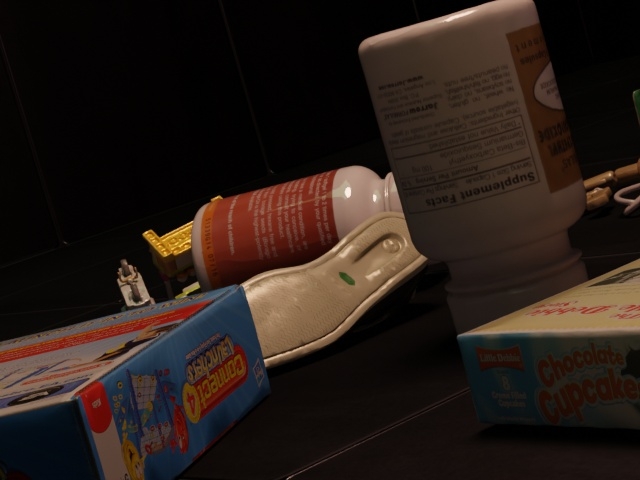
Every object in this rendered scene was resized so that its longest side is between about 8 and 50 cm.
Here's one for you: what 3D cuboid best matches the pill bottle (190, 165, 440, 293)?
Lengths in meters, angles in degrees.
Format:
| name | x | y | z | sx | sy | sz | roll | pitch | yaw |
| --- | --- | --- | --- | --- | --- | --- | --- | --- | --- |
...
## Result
| name | x | y | z | sx | sy | sz | roll | pitch | yaw |
| --- | --- | --- | --- | --- | --- | --- | --- | --- | --- |
| pill bottle | 0.000 | 0.000 | 1.575 | 0.216 | 0.121 | 0.121 | -14 | 7 | 19 |

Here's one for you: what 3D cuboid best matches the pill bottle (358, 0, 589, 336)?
| name | x | y | z | sx | sy | sz | roll | pitch | yaw |
| --- | --- | --- | --- | --- | --- | --- | --- | --- | --- |
| pill bottle | 0.118 | -0.050 | 1.226 | 0.131 | 0.229 | 0.131 | -16 | 6 | 2 |

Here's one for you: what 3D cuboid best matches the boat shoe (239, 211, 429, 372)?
| name | x | y | z | sx | sy | sz | roll | pitch | yaw |
| --- | --- | --- | --- | --- | --- | --- | --- | --- | --- |
| boat shoe | -0.005 | 0.060 | 1.385 | 0.233 | 0.084 | 0.079 | -28 | -26 | -32 |

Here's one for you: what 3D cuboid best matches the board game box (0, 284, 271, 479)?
| name | x | y | z | sx | sy | sz | roll | pitch | yaw |
| --- | --- | --- | --- | --- | --- | --- | --- | --- | --- |
| board game box | -0.225 | 0.133 | 1.150 | 0.308 | 0.086 | 0.302 | -14 | 7 | 19 |

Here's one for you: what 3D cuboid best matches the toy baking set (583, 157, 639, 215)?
| name | x | y | z | sx | sy | sz | roll | pitch | yaw |
| --- | --- | --- | --- | --- | --- | --- | --- | --- | --- |
| toy baking set | 0.318 | -0.054 | 1.688 | 0.197 | 0.030 | 0.256 | -30 | 8 | -41 |

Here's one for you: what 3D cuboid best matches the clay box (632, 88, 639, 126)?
| name | x | y | z | sx | sy | sz | roll | pitch | yaw |
| --- | --- | --- | --- | --- | --- | --- | --- | --- | --- |
| clay box | 0.376 | -0.101 | 1.484 | 0.222 | 0.127 | 0.053 | -21 | 9 | -30 |

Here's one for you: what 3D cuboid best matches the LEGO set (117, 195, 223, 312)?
| name | x | y | z | sx | sy | sz | roll | pitch | yaw |
| --- | --- | --- | --- | --- | --- | --- | --- | --- | --- |
| LEGO set | -0.063 | 0.030 | 1.744 | 0.287 | 0.107 | 0.132 | -12 | 41 | -3 |

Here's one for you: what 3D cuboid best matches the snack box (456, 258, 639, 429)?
| name | x | y | z | sx | sy | sz | roll | pitch | yaw |
| --- | --- | --- | --- | --- | --- | --- | --- | --- | --- |
| snack box | 0.242 | 0.043 | 0.889 | 0.187 | 0.060 | 0.322 | -20 | 7 | -33 |
